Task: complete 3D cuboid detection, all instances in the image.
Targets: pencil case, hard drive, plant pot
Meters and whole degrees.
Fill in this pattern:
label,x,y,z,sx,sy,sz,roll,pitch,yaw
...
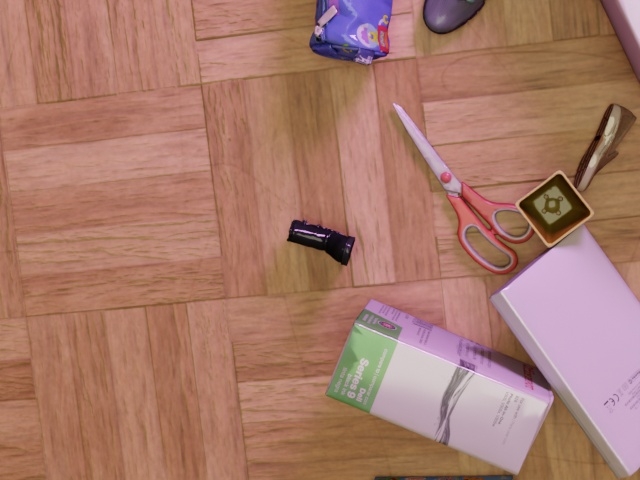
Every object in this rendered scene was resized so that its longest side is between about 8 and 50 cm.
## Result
label,x,y,z,sx,sy,sz,roll,pitch,yaw
pencil case,0.044,-0.404,1.673,0.119,0.133,0.306,7,97,42
hard drive,0.396,0.152,1.656,0.203,0.040,0.307,-35,89,-33
plant pot,0.335,-0.048,1.684,0.081,0.083,0.081,-38,89,10

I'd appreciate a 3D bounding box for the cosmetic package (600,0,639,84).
label,x,y,z,sx,sy,sz,roll,pitch,yaw
cosmetic package,0.446,-0.382,1.578,0.155,0.197,0.366,-24,90,10

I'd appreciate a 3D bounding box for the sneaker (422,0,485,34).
label,x,y,z,sx,sy,sz,roll,pitch,yaw
sneaker,0.224,-0.392,1.660,0.083,0.098,0.224,41,100,3

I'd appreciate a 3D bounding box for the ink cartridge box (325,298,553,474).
label,x,y,z,sx,sy,sz,roll,pitch,yaw
ink cartridge box,0.172,0.204,1.670,0.289,0.211,0.122,22,98,6

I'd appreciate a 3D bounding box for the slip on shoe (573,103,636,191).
label,x,y,z,sx,sy,sz,roll,pitch,yaw
slip on shoe,0.410,-0.129,1.685,0.041,0.051,0.135,24,93,-6

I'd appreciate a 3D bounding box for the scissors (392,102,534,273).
label,x,y,z,sx,sy,sz,roll,pitch,yaw
scissors,0.191,-0.073,1.736,0.297,0.021,0.109,40,102,2

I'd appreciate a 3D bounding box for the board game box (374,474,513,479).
label,x,y,z,sx,sy,sz,roll,pitch,yaw
board game box,0.190,0.440,1.778,0.211,0.039,0.160,-2,96,10

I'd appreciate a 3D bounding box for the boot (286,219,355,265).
label,x,y,z,sx,sy,sz,roll,pitch,yaw
boot,0.000,0.000,1.727,0.099,0.121,0.045,18,96,1
